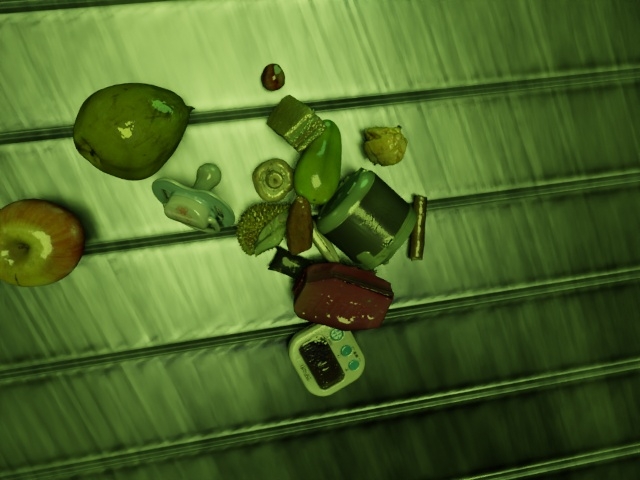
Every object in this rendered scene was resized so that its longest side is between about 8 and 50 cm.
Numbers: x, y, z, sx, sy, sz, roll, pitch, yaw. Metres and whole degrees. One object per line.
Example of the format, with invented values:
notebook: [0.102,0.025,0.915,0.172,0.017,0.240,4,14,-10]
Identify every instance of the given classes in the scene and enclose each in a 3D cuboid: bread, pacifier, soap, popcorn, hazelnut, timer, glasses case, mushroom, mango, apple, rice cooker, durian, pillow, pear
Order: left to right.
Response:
apple: [-0.870,0.008,1.724,0.286,0.233,0.286,-1,103,-5]
pear: [-0.546,-0.343,1.696,0.375,0.287,0.287,-29,105,-27]
pacifier: [-0.387,-0.146,1.818,0.287,0.238,0.225,18,65,13]
durian: [-0.186,-0.056,1.877,0.138,0.237,0.193,34,119,27]
hazelnut: [-0.154,-0.527,1.825,0.086,0.086,0.086,-2,101,-9]
mushroom: [-0.155,-0.200,1.863,0.148,0.112,0.148,-1,93,-14]
pillow: [-0.100,0.086,1.957,0.150,0.048,0.090,24,102,-12]
bread: [-0.081,-0.378,1.807,0.138,0.196,0.102,-44,131,-1]
mango: [-0.001,-0.252,1.843,0.143,0.175,0.293,8,76,21]
glasses case: [0.000,0.000,1.943,0.051,0.081,0.204,-35,105,-4]
timer: [0.020,0.411,2.018,0.237,0.087,0.262,-29,103,-4]
soap: [0.068,0.190,1.911,0.325,0.127,0.220,19,115,-3]
rice cooker: [0.155,-0.067,1.862,0.277,0.288,0.288,39,92,-15]
popcorn: [0.217,-0.318,1.882,0.152,0.167,0.148,-48,142,-17]

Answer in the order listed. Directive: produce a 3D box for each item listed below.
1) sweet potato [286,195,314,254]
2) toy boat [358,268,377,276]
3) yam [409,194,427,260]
sweet potato: [-0.063,-0.046,1.831,0.097,0.097,0.251,-1,135,-9]
toy boat: [0.121,0.175,2.007,0.210,0.066,0.084,-47,71,10]
yam: [0.350,-0.042,2.005,0.057,0.057,0.241,2,100,-10]
